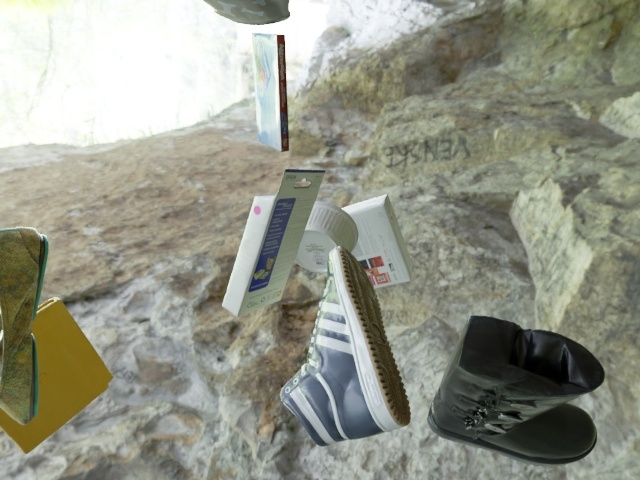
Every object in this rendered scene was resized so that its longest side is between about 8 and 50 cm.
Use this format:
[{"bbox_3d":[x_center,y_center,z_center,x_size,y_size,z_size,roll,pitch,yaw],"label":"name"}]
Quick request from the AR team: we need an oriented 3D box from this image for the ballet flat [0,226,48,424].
[{"bbox_3d":[-0.527,0.147,0.747,0.123,0.349,0.123,10,-170,-2],"label":"ballet flat"}]

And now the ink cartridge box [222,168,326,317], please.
[{"bbox_3d":[-0.109,-0.005,1.075,0.069,0.371,0.175,31,-159,23],"label":"ink cartridge box"}]

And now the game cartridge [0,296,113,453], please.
[{"bbox_3d":[-0.766,0.366,1.243,0.052,0.324,0.285,8,-143,41],"label":"game cartridge"}]

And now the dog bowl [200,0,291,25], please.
[{"bbox_3d":[-0.104,-0.473,0.583,0.348,0.349,0.102,16,-160,24],"label":"dog bowl"}]

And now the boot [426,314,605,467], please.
[{"bbox_3d":[0.406,0.295,0.853,0.366,0.445,0.146,2,-127,6],"label":"boot"}]

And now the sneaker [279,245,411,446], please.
[{"bbox_3d":[0.015,0.147,0.656,0.153,0.099,0.282,-31,-131,21],"label":"sneaker"}]

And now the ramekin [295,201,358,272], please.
[{"bbox_3d":[0.000,0.000,1.329,0.207,0.207,0.109,10,-138,14],"label":"ramekin"}]

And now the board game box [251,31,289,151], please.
[{"bbox_3d":[-0.131,-0.386,1.183,0.027,0.282,0.145,-17,-148,-29],"label":"board game box"}]

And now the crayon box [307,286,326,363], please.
[{"bbox_3d":[0.044,0.295,1.163,0.083,0.323,0.203,7,-130,12],"label":"crayon box"}]

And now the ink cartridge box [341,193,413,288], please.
[{"bbox_3d":[0.168,0.021,1.696,0.271,0.310,0.130,-15,-162,21],"label":"ink cartridge box"}]
